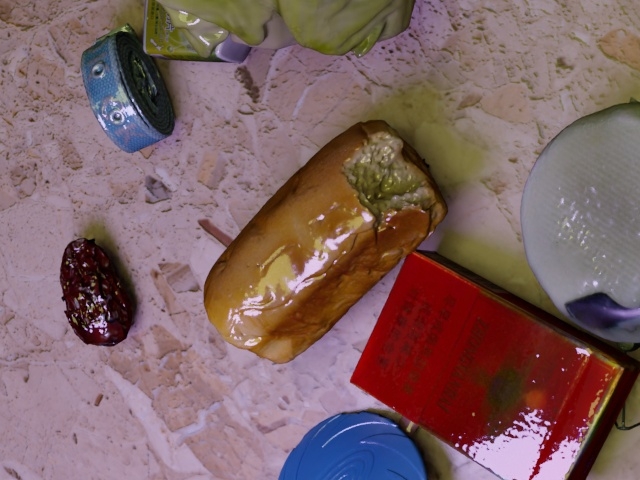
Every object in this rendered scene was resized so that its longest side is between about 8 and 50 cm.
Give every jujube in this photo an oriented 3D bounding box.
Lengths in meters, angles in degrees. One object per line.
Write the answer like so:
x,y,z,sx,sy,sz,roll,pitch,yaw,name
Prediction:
-0.333,0.079,1.613,0.104,0.104,0.166,-26,70,21,jujube

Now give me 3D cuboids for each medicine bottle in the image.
-0.146,-0.316,1.529,0.188,0.088,0.132,6,93,23,medicine bottle

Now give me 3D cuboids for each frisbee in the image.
0.030,0.341,1.439,0.242,0.045,0.242,-16,60,31,frisbee

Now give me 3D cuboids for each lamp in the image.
0.373,0.167,1.333,0.041,0.054,0.121,0,91,22,lamp

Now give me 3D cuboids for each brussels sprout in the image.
-0.069,-0.440,1.307,0.425,0.342,0.361,7,135,1,brussels sprout

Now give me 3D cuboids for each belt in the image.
-0.272,-0.213,1.558,0.082,0.148,0.163,-24,110,18,belt

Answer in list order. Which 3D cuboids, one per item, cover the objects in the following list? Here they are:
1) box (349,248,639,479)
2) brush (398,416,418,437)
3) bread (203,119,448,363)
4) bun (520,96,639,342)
0.211,0.166,1.361,0.313,0.089,0.197,30,101,31,box
0.064,0.359,1.465,0.084,0.071,0.301,28,96,24,brush
-0.005,-0.005,1.418,0.344,0.148,0.195,-45,33,17,bread
0.379,-0.021,1.271,0.283,0.179,0.283,2,93,47,bun
